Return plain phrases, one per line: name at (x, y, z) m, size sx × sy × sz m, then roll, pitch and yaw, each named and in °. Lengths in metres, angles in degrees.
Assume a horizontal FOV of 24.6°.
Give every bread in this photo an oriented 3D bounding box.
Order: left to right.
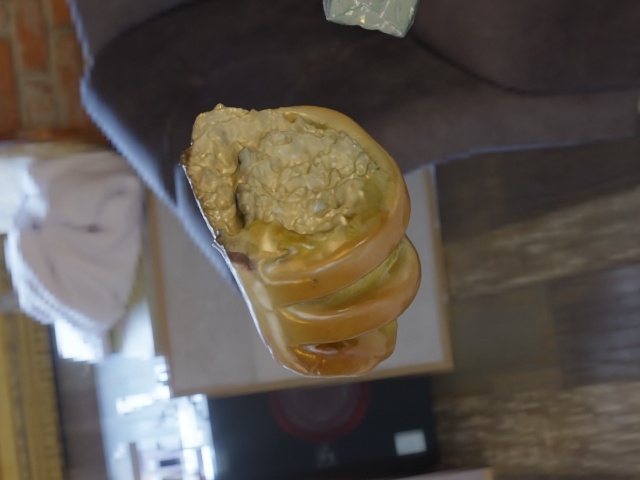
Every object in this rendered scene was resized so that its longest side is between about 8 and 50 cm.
bread at (0.000, 0.000, 1.581) m, size 0.315 × 0.211 × 0.270 m, roll -114°, pitch 0°, yaw -55°

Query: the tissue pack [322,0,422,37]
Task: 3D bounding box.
tissue pack at (0.068, -0.354, 1.361) m, size 0.315 × 0.103 × 0.228 m, roll -89°, pitch 16°, yaw -59°
